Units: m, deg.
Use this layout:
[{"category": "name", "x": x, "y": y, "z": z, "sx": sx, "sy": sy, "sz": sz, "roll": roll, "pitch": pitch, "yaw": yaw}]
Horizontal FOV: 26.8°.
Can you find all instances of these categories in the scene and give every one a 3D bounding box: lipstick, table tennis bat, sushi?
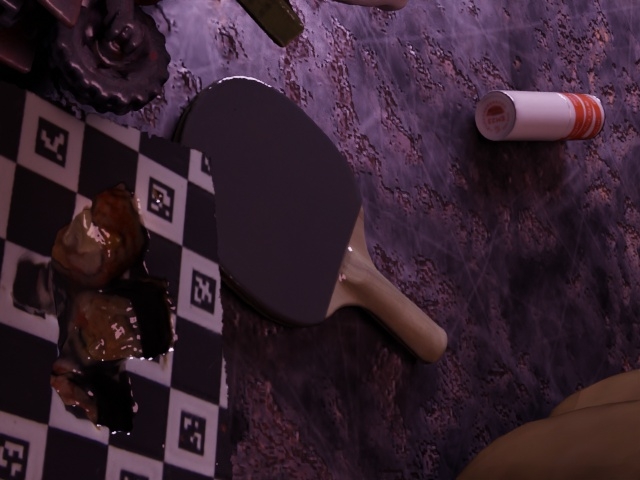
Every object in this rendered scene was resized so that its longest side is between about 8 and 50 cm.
[{"category": "lipstick", "x": 0.172, "y": -0.096, "z": 1.040, "sx": 0.130, "sy": 0.038, "sz": 0.038, "roll": -4, "pitch": 83, "yaw": -49}, {"category": "table tennis bat", "x": 0.000, "y": 0.000, "z": 0.837, "sx": 0.246, "sy": 0.022, "sz": 0.138, "roll": 42, "pitch": 51, "yaw": -31}, {"category": "sushi", "x": -0.122, "y": 0.040, "z": 0.677, "sx": 0.192, "sy": 0.040, "sz": 0.210, "roll": 17, "pitch": 65, "yaw": -52}]

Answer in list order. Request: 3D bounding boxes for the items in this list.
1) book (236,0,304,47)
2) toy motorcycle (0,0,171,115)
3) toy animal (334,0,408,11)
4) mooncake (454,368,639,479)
[{"category": "book", "x": -0.117, "y": -0.236, "z": 0.683, "sx": 0.289, "sy": 0.026, "sz": 0.201, "roll": 47, "pitch": 13, "yaw": -32}, {"category": "toy motorcycle", "x": -0.157, "y": -0.153, "z": 0.660, "sx": 0.212, "sy": 0.084, "sz": 0.118, "roll": 35, "pitch": 53, "yaw": -22}, {"category": "toy animal", "x": -0.022, "y": -0.259, "z": 0.726, "sx": 0.283, "sy": 0.140, "sz": 0.138, "roll": 61, "pitch": -3, "yaw": 16}, {"category": "mooncake", "x": 0.261, "y": 0.296, "z": 0.874, "sx": 0.467, "sy": 0.262, "sz": 0.467, "roll": 17, "pitch": 66, "yaw": -43}]
